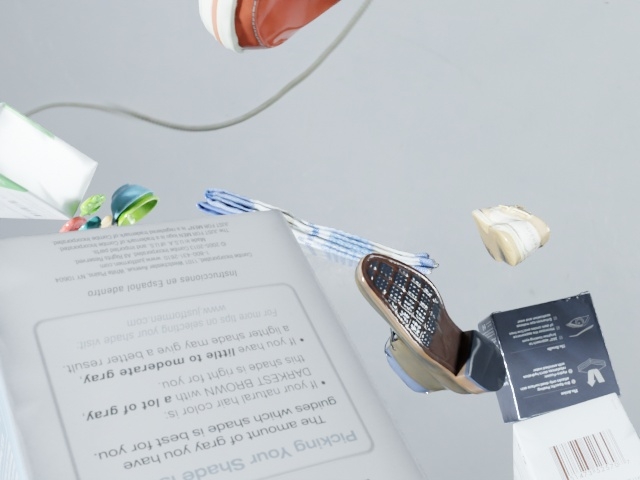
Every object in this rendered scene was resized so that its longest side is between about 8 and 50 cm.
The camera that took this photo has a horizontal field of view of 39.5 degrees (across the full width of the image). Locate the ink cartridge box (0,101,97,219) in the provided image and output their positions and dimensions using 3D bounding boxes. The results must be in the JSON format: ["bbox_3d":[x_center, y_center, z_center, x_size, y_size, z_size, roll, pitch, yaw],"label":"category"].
[{"bbox_3d":[-0.426,-0.100,1.189,0.212,0.093,0.154,0,153,45],"label":"ink cartridge box"}]

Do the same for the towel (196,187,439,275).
[{"bbox_3d":[0.000,0.000,1.095,0.284,0.209,0.034,18,85,4],"label":"towel"}]

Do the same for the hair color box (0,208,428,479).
[{"bbox_3d":[-0.041,0.160,0.428,0.374,0.185,0.114,60,144,34],"label":"hair color box"}]

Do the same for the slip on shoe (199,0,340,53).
[{"bbox_3d":[0.081,-0.190,0.416,0.331,0.123,0.101,-35,83,11],"label":"slip on shoe"}]

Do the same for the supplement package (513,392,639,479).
[{"bbox_3d":[0.252,0.245,0.860,0.105,0.105,0.179,-18,142,0],"label":"supplement package"}]

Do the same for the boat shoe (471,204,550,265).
[{"bbox_3d":[0.219,-0.011,1.018,0.059,0.170,0.063,-26,102,1],"label":"boat shoe"}]

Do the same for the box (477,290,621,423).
[{"bbox_3d":[0.331,0.173,1.306,0.155,0.093,0.158,-11,76,-7],"label":"box"}]

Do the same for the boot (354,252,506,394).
[{"bbox_3d":[0.088,0.101,0.942,0.219,0.082,0.106,42,139,-23],"label":"boot"}]

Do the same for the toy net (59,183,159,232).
[{"bbox_3d":[-0.318,0.002,1.228,0.045,0.122,0.232,50,127,3],"label":"toy net"}]
